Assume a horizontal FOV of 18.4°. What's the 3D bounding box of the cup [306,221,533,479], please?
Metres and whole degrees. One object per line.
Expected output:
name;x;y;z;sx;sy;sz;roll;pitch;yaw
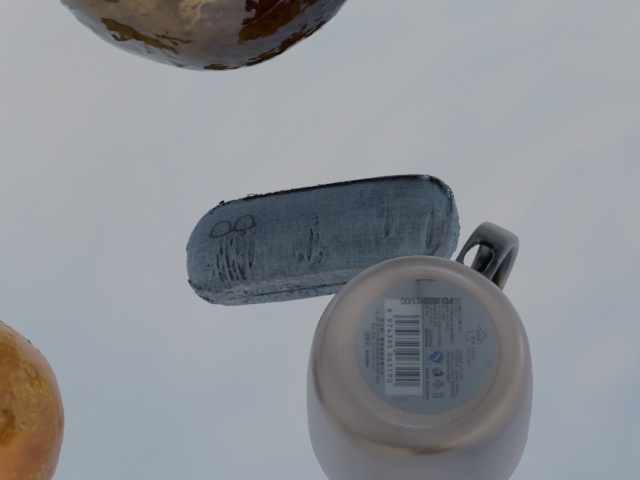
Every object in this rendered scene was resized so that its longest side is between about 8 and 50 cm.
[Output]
cup;0.097;0.093;1.628;0.253;0.191;0.200;-59;168;-17

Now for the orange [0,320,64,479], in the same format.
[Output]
orange;-0.370;0.184;1.908;0.246;0.246;0.246;-34;-152;21

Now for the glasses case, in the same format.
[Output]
glasses case;0.000;0.000;1.928;0.282;0.067;0.109;-9;-122;20

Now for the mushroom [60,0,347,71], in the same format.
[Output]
mushroom;-0.075;-0.333;1.613;0.334;0.331;0.356;-3;-147;24
